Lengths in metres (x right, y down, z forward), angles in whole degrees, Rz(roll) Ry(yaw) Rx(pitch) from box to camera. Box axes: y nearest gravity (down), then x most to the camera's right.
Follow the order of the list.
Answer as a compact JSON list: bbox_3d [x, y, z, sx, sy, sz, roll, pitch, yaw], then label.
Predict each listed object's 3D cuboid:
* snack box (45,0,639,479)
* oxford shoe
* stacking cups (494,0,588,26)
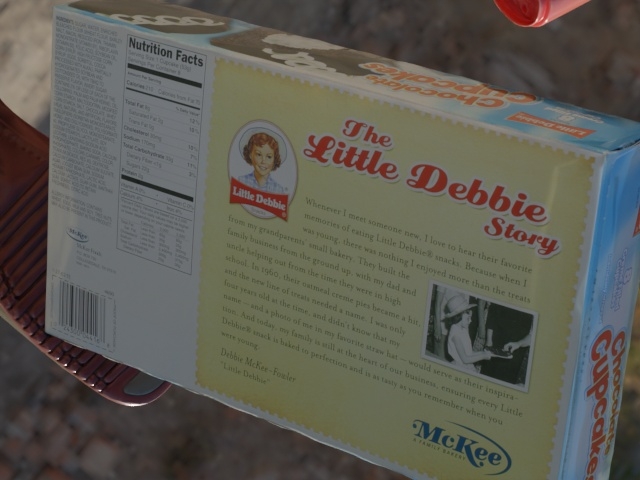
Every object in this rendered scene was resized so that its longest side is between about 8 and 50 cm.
[{"bbox_3d":[0.000,0.000,0.882,0.060,0.322,0.187,-23,125,-51],"label":"snack box"},{"bbox_3d":[-0.235,-0.019,1.325,0.123,0.348,0.130,-43,-169,-26],"label":"oxford shoe"},{"bbox_3d":[0.249,-0.241,1.201,0.316,0.096,0.096,-28,160,-24],"label":"stacking cups"}]
